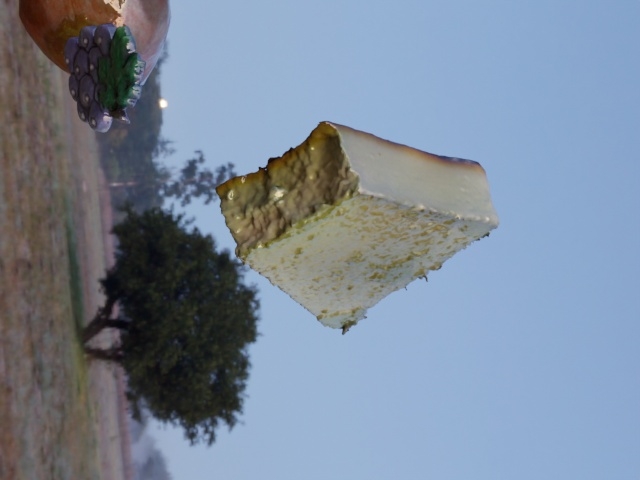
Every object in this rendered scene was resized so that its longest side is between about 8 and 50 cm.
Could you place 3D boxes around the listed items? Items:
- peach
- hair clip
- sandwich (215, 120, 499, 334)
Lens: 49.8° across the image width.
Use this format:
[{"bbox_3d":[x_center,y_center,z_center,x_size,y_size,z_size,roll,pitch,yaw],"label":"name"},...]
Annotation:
[{"bbox_3d":[-0.318,-0.330,1.024,0.214,0.214,0.236,-120,-170,-46],"label":"peach"},{"bbox_3d":[-0.248,-0.189,0.807,0.195,0.052,0.124,16,-71,50],"label":"hair clip"},{"bbox_3d":[0.000,0.000,0.480,0.193,0.162,0.058,-43,-135,47],"label":"sandwich"}]
